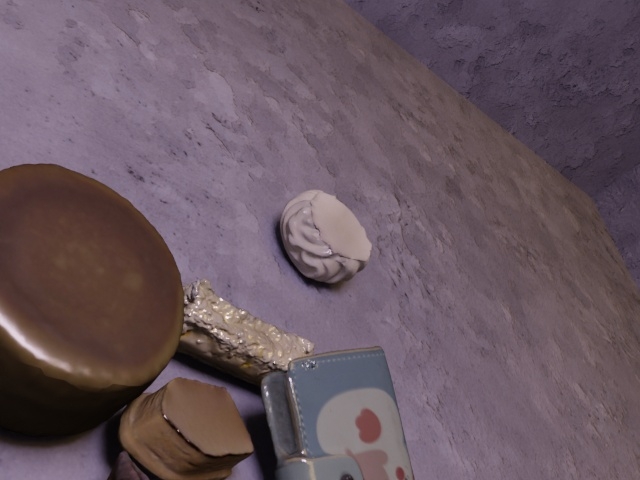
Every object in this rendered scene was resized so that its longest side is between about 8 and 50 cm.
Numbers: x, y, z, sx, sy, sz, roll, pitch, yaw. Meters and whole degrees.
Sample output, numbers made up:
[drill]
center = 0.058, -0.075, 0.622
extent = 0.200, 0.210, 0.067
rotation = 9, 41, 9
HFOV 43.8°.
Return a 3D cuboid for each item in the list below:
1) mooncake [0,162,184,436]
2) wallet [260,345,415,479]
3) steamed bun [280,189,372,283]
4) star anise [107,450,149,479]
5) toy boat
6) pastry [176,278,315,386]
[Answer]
[mooncake]
center = -0.297, 0.069, 0.884
extent = 0.284, 0.155, 0.284
rotation = 36, 33, -28
[wallet]
center = 0.042, 0.329, 1.068
extent = 0.252, 0.083, 0.360
rotation = 3, 68, -48
[steamed bun]
center = 0.000, 0.000, 1.430
extent = 0.183, 0.106, 0.183
rotation = 31, 37, -27
[star anise]
center = -0.178, 0.348, 0.772
extent = 0.315, 0.108, 0.315
rotation = 34, 30, -22
[toy boat]
center = -0.158, 0.223, 0.943
extent = 0.188, 0.061, 0.116
rotation = 27, 32, -61
[pastry]
center = -0.119, 0.138, 1.105
extent = 0.258, 0.121, 0.089
rotation = 36, 58, -37
